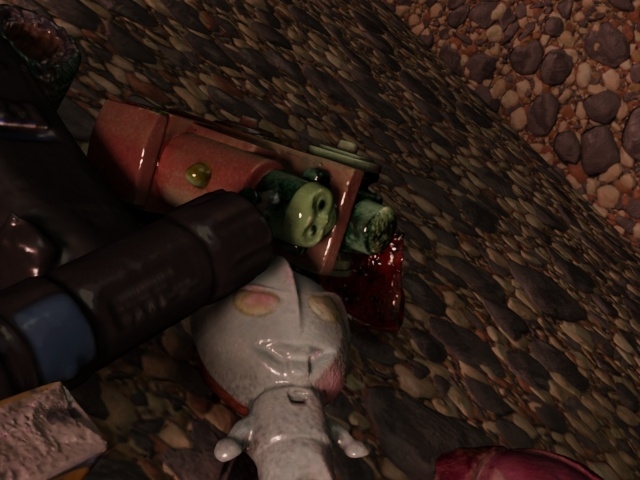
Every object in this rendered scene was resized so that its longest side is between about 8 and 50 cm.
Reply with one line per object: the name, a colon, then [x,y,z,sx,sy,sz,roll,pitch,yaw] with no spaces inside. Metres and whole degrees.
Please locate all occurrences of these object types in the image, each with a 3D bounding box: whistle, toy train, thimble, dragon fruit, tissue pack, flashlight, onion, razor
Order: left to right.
tissue pack: [-0.194,0.151,0.491,0.060,0.148,0.108,45,25,16]
razor: [-0.281,-0.062,0.821,0.327,0.107,0.189,50,25,20]
thimble: [-0.334,-0.194,1.024,0.118,0.090,0.135,25,28,-20]
flashlight: [-0.176,0.056,0.651,0.103,0.103,0.424,42,36,11]
toy train: [-0.078,-0.056,0.969,0.304,0.150,0.221,20,7,31]
whistle: [-0.032,0.139,0.803,0.142,0.133,0.346,26,34,-32]
dragon fruit: [0.048,0.040,1.153,0.127,0.121,0.161,9,3,5]
onion: [0.227,0.269,0.864,0.247,0.111,0.250,35,22,-24]

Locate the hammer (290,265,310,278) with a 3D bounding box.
hammer: [0.000,0.000,1.218,0.103,0.029,0.246,34,24,-6]
